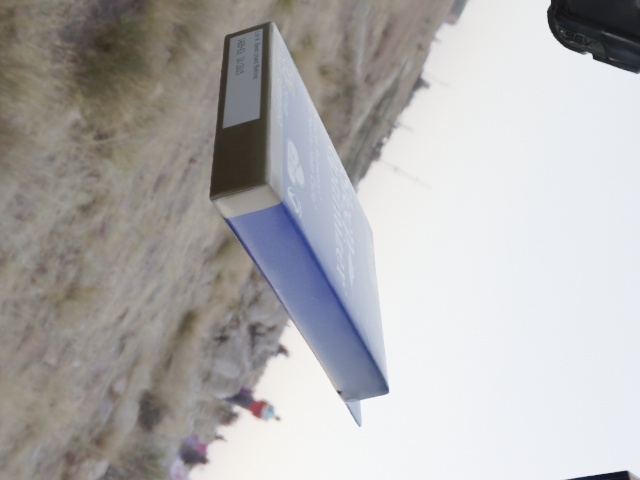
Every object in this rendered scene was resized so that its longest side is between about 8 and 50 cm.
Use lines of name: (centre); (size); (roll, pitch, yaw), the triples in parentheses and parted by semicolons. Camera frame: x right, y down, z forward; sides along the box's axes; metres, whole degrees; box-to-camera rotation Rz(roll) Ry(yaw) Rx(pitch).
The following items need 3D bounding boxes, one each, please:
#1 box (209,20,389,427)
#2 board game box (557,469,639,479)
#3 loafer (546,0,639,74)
box: (0.000, 0.000, 0.492); (0.225, 0.036, 0.136); (63, 18, -44)
board game box: (0.207, 0.232, 0.452); (0.042, 0.243, 0.165); (-21, -125, 33)
loafer: (0.204, -0.089, 0.335); (0.076, 0.223, 0.078); (-30, 139, -52)
